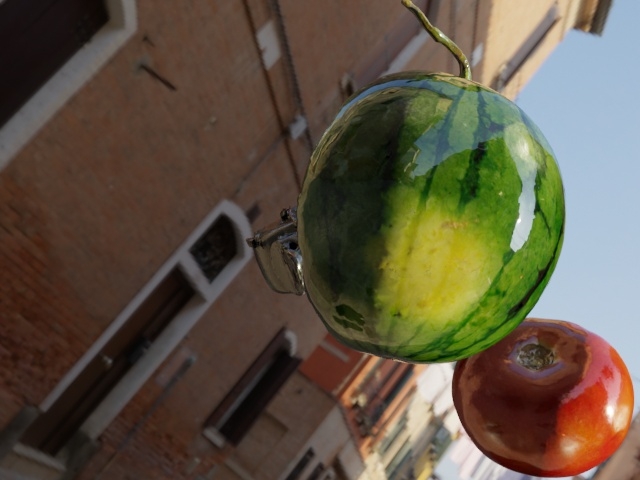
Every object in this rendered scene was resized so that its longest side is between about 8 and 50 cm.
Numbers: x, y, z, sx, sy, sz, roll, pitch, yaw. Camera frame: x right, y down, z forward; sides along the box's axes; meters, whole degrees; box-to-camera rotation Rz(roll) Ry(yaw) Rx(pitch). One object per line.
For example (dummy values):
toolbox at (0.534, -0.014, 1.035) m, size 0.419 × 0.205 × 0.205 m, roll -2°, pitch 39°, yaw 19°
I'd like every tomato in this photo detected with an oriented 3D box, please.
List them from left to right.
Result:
tomato at (0.244, 0.173, 0.955) m, size 0.195 × 0.195 × 0.136 m, roll 26°, pitch -38°, yaw 42°

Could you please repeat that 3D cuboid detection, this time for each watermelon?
watermelon at (0.096, -0.021, 0.597) m, size 0.204 × 0.232 × 0.127 m, roll 40°, pitch -20°, yaw -30°

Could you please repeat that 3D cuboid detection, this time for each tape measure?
tape measure at (0.000, 0.000, 1.305) m, size 0.223 × 0.202 × 0.135 m, roll 4°, pitch -62°, yaw 68°
